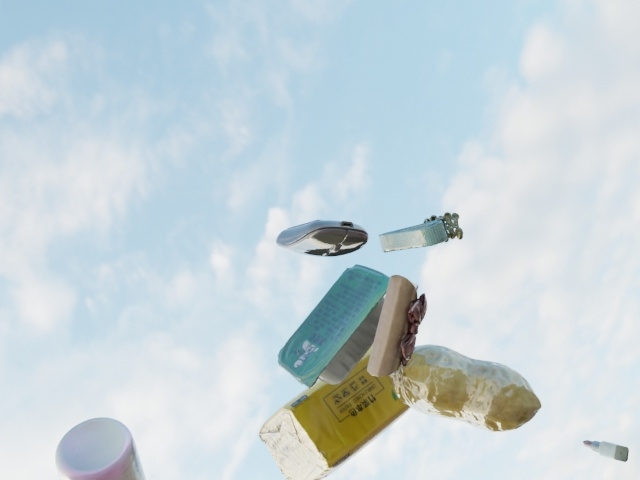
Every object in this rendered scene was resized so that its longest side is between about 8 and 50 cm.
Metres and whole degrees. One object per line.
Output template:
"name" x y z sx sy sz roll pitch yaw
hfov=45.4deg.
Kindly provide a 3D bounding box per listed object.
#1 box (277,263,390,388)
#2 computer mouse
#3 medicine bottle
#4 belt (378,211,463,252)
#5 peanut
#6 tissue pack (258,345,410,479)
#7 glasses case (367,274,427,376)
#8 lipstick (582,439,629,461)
"box" 0.059 0.225 1.901 0.106 0.264 0.337 42 -98 -20
"computer mouse" 0.000 0.001 1.392 0.120 0.232 0.057 6 -97 -24
"medicine bottle" -0.422 0.482 1.514 0.152 0.152 0.255 -28 -45 -27
"belt" 0.209 -0.013 1.663 0.100 0.179 0.065 -22 -81 -44
"peanut" 0.333 0.346 1.816 0.192 0.387 0.170 35 -111 -49
"tissue pack" 0.055 0.490 2.153 0.382 0.228 0.293 -31 -14 -34
"glasses case" 0.165 0.171 1.459 0.102 0.070 0.194 19 -96 -49
"lipstick" 0.478 0.352 1.300 0.025 0.107 0.025 15 -99 -13
